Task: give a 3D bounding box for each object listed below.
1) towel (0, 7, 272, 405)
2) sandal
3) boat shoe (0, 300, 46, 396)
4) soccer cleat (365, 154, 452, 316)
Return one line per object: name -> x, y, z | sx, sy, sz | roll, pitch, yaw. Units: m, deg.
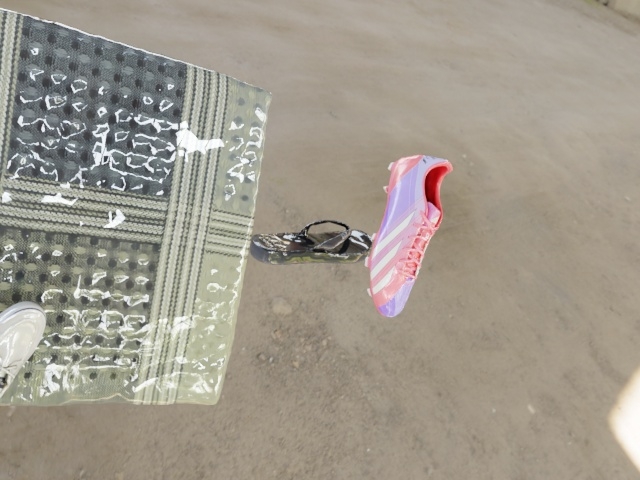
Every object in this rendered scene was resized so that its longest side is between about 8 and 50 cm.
towel -> -0.212, -0.011, 0.455 | 0.312, 0.324, 0.056 | 9, 4, -28
sandal -> 0.000, 0.000, 0.897 | 0.254, 0.054, 0.097 | -5, 27, -44
boat shoe -> -0.223, 0.089, 0.362 | 0.035, 0.100, 0.035 | 33, -7, 45
soccer cleat -> 0.132, -0.008, 0.782 | 0.083, 0.095, 0.248 | 20, 78, -47
